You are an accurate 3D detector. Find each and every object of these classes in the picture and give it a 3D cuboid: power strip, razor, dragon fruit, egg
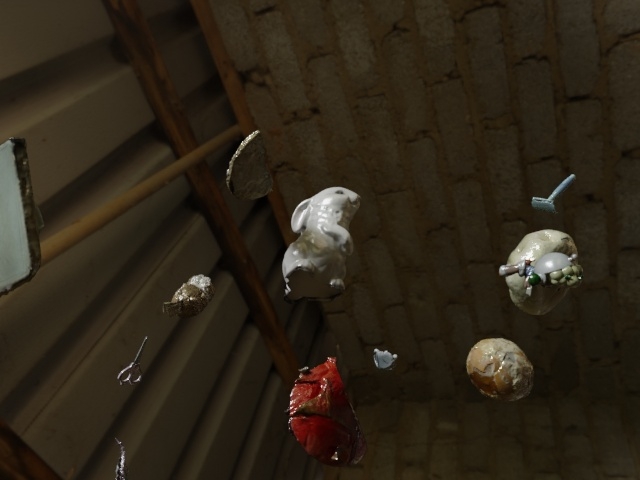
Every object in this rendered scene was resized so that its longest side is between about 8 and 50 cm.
[{"bbox_3d":[-0.461,-0.022,0.763,0.064,0.198,0.213,3,-108,-57],"label":"power strip"},{"bbox_3d":[0.620,-0.128,1.337,0.135,0.068,0.040,-42,-60,-16],"label":"razor"},{"bbox_3d":[0.030,0.554,1.604,0.282,0.100,0.344,-13,-102,-40],"label":"dragon fruit"},{"bbox_3d":[0.574,0.414,1.633,0.233,0.194,0.195,48,-147,-19],"label":"egg"}]

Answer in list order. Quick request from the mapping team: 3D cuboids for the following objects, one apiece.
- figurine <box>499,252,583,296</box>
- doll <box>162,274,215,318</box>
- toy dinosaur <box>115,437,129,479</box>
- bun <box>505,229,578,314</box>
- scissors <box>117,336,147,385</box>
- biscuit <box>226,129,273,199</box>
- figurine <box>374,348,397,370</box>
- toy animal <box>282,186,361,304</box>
[{"bbox_3d":[0.546,0.084,1.270,0.147,0.197,0.094,-10,-96,-41],"label":"figurine"},{"bbox_3d":[-0.429,0.197,1.694,0.115,0.105,0.221,-65,-4,28],"label":"doll"},{"bbox_3d":[-0.667,0.768,1.720,0.082,0.039,0.209,119,140,-64],"label":"toy dinosaur"},{"bbox_3d":[0.684,0.093,1.605,0.272,0.168,0.273,-13,-66,-31],"label":"bun"},{"bbox_3d":[-0.669,0.441,1.875,0.100,0.015,0.189,27,-95,-52],"label":"scissors"},{"bbox_3d":[-0.194,-0.179,1.375,0.032,0.133,0.250,45,162,24],"label":"biscuit"},{"bbox_3d":[0.233,0.429,1.862,0.082,0.094,0.086,-57,-10,16],"label":"figurine"},{"bbox_3d":[0.000,0.000,1.545,0.194,0.257,0.358,38,-130,-34],"label":"toy animal"}]
